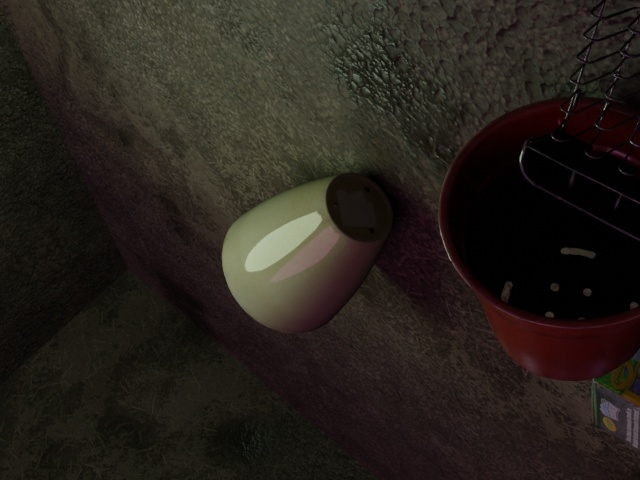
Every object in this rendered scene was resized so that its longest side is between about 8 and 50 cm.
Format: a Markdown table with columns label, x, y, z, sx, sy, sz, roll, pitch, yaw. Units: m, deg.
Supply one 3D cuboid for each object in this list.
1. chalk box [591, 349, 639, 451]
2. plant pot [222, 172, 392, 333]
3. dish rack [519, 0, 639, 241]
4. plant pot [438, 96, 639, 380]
| label | x | y | z | sx | sy | sz | roll | pitch | yaw |
| --- | --- | --- | --- | --- | --- | --- | --- | --- | --- |
| chalk box | 0.450 | 0.200 | 1.199 | 0.213 | 0.132 | 0.132 | 32 | 157 | 34 |
| plant pot | 0.000 | 0.000 | 1.551 | 0.256 | 0.256 | 0.274 | 46 | 144 | -4 |
| dish rack | 0.313 | -0.135 | 0.811 | 0.208 | 0.074 | 0.271 | 32 | 134 | 26 |
| plant pot | 0.285 | 0.024 | 1.028 | 0.272 | 0.272 | 0.265 | 34 | 165 | 27 |
